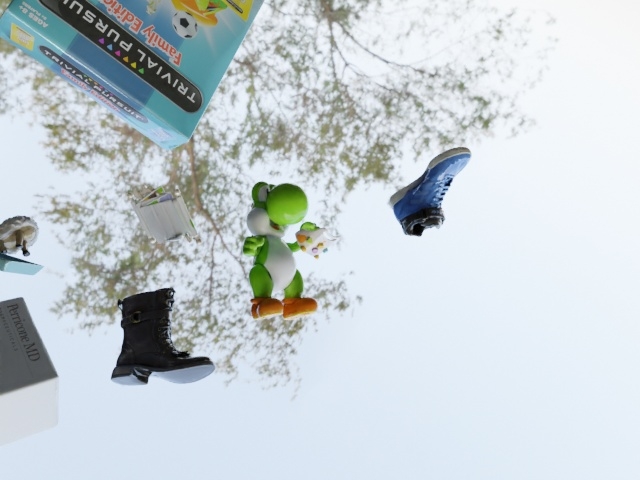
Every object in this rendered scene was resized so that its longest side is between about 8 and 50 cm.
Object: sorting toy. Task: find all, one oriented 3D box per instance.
[{"bbox_3d":[0.000,0.000,1.228,0.083,0.075,0.044,30,-138,-35],"label":"sorting toy"}]

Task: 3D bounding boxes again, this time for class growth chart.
[{"bbox_3d":[-0.410,-0.065,1.458,0.237,0.171,0.021,-1,-157,41],"label":"growth chart"}]

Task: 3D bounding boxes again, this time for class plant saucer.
[{"bbox_3d":[-0.451,0.011,0.713,0.192,0.018,0.067,16,175,13],"label":"plant saucer"}]

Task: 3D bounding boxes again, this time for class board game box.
[{"bbox_3d":[-0.226,-0.337,0.777,0.254,0.079,0.335,35,-114,-32],"label":"board game box"}]

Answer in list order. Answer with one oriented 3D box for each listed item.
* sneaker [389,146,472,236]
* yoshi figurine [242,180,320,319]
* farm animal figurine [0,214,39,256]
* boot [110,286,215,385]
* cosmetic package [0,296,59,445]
[{"bbox_3d":[0.170,-0.063,0.821,0.058,0.152,0.084,11,-130,-44],"label":"sneaker"},{"bbox_3d":[-0.095,0.007,1.401,0.203,0.203,0.361,-10,-106,5],"label":"yoshi figurine"},{"bbox_3d":[-0.776,-0.050,1.089,0.327,0.330,0.172,-27,-130,-7],"label":"farm animal figurine"},{"bbox_3d":[-0.364,0.211,1.310,0.263,0.091,0.228,-5,-123,7],"label":"boot"},{"bbox_3d":[-0.724,0.276,0.977,0.454,0.161,0.230,-14,-133,-39],"label":"cosmetic package"}]
